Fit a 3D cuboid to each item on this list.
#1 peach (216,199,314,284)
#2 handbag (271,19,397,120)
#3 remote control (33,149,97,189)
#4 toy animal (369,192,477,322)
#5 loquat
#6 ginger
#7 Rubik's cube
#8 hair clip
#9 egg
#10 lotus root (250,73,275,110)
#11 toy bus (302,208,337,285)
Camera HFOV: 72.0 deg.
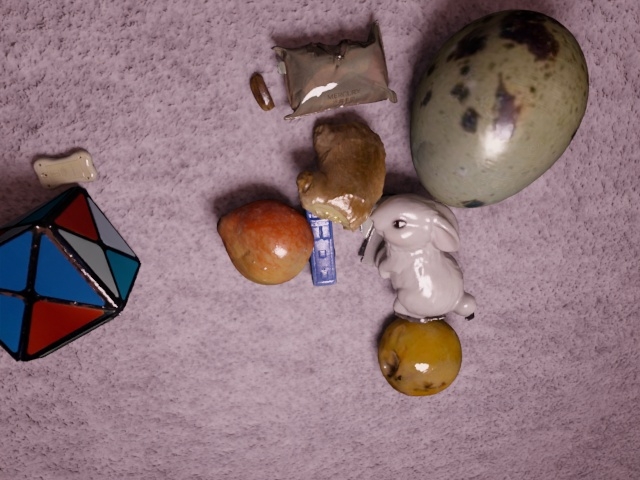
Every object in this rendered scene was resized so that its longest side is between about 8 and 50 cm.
[{"bbox_3d":[-0.138,0.003,1.042,0.233,0.232,0.232,-4,112,-10],"label":"peach"},{"bbox_3d":[0.034,-0.377,0.983,0.271,0.117,0.182,-12,105,-6],"label":"handbag"},{"bbox_3d":[-0.568,-0.157,0.985,0.122,0.032,0.074,-12,113,-6],"label":"remote control"},{"bbox_3d":[0.254,0.038,1.094,0.258,0.194,0.357,3,133,24],"label":"toy animal"},{"bbox_3d":[0.287,0.324,1.258,0.244,0.244,0.243,-4,112,-10],"label":"loquat"},{"bbox_3d":[0.043,-0.154,1.021,0.221,0.130,0.275,-12,77,-18],"label":"ginger"},{"bbox_3d":[-0.579,0.066,0.956,0.246,0.250,0.248,-28,116,0],"label":"Rubik's cube"},{"bbox_3d":[0.167,-0.038,1.179,0.140,0.054,0.220,20,103,-14],"label":"hair clip"},{"bbox_3d":[0.375,-0.272,0.970,0.345,0.345,0.428,10,112,-15],"label":"egg"},{"bbox_3d":[-0.135,-0.336,1.006,0.037,0.030,0.083,-24,113,0],"label":"lotus root"},{"bbox_3d":[0.003,0.000,1.133,0.079,0.094,0.236,-9,113,-9],"label":"toy bus"}]
